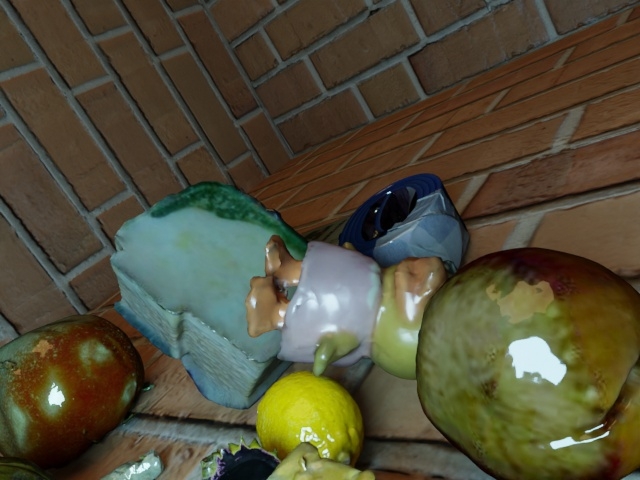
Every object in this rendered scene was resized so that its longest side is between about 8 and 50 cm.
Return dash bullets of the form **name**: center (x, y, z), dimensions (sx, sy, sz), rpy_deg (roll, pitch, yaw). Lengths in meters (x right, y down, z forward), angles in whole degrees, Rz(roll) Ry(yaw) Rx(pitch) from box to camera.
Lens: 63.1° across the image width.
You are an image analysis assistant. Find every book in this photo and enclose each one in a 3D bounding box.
- **book**: center (0.000, 0.000, 1.356), dimensions (0.283, 0.025, 0.215), rpy_deg (-19, 18, 39)

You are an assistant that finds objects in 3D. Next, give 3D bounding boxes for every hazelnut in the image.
- **hazelnut**: center (0.192, 0.099, 0.444), dimensions (0.208, 0.208, 0.208), rpy_deg (-28, 16, 9)

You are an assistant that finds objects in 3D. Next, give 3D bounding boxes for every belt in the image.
- **belt**: center (0.152, -0.013, 0.957), dimensions (0.213, 0.117, 0.347), rpy_deg (-26, 15, 19)

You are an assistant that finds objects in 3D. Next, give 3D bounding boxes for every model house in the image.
- **model house**: center (-0.167, 0.107, 0.844), dimensions (0.243, 0.298, 0.284), rpy_deg (-42, -17, -41)

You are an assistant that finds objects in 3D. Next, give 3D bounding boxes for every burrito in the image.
- **burrito**: center (-0.310, 0.365, 0.747), dimensions (0.188, 0.045, 0.058), rpy_deg (-35, 9, -9)

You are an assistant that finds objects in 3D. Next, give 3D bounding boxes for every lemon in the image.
- **lemon**: center (-0.011, 0.207, 0.575), dimensions (0.114, 0.114, 0.155), rpy_deg (-35, 19, -15)

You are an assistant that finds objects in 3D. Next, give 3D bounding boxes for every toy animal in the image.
- **toy animal**: center (0.064, 0.087, 0.623), dimensions (0.282, 0.169, 0.195), rpy_deg (2, 45, 12)

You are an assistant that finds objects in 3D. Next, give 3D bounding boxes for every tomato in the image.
- **tomato**: center (-0.499, 0.275, 1.003), dimensions (0.304, 0.239, 0.303), rpy_deg (-28, 12, 6)

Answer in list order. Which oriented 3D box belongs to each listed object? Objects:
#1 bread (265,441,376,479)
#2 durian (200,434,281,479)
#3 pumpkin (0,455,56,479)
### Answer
- **bread**: center (0.015, 0.263, 0.289), dimensions (0.246, 0.111, 0.239), rpy_deg (8, 42, 43)
- **durian**: center (-0.066, 0.279, 0.463), dimensions (0.108, 0.119, 0.186), rpy_deg (129, 143, -53)
- **pumpkin**: center (-0.402, 0.389, 0.616), dimensions (0.260, 0.189, 0.260), rpy_deg (-30, 36, 26)
